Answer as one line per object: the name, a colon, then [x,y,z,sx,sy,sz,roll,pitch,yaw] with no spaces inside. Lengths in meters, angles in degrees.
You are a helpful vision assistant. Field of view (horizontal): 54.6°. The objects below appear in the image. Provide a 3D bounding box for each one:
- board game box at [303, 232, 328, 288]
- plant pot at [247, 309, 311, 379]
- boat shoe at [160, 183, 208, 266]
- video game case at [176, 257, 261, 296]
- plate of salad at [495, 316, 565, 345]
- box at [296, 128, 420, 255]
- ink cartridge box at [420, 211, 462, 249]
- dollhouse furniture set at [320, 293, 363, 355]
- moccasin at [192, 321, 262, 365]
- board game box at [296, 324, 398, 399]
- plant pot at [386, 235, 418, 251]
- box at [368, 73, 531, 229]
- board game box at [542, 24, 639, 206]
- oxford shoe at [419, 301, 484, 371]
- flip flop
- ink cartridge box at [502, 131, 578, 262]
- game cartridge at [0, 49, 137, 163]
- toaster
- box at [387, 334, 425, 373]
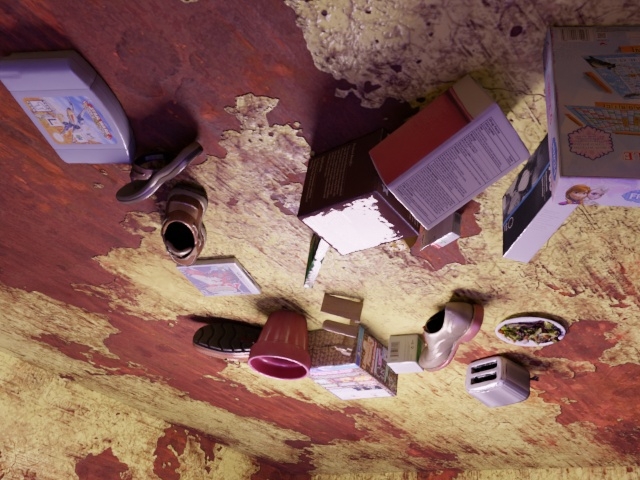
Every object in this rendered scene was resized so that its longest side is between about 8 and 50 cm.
board game box: [0.000,0.000,1.509,0.030,0.136,0.259,10,148,-6]
plant pot: [-0.121,0.334,2.016,0.201,0.180,0.201,8,148,5]
boat shoe: [-0.364,-0.013,1.603,0.122,0.120,0.324,13,147,-4]
video game case: [-0.305,0.114,1.874,0.201,0.023,0.183,-4,145,22]
plate of salad: [0.626,0.283,1.853,0.200,0.048,0.200,7,147,5]
box: [0.087,-0.095,1.306,0.203,0.168,0.167,-16,138,36]
ink cartridge box: [0.285,-0.017,1.470,0.029,0.063,0.115,27,144,-20]
dollhouse furniture set: [0.052,0.264,1.921,0.123,0.144,0.151,14,162,3]
moccasin: [-0.256,0.373,2.172,0.380,0.139,0.147,3,139,-6]
board game box: [0.101,0.427,2.133,0.232,0.141,0.291,-13,141,31]
plant pot: [0.185,-0.021,1.473,0.081,0.083,0.081,-8,143,27]
box: [0.231,-0.158,1.128,0.232,0.127,0.148,-37,129,15]
board game box: [0.501,-0.190,0.908,0.319,0.318,0.066,4,147,11]
oxford shoe: [0.360,0.281,1.872,0.130,0.123,0.348,18,136,-6]
flip flop: [-0.374,-0.165,1.397,0.277,0.112,0.080,-23,117,40]
ink cartridge box: [0.442,-0.108,1.193,0.065,0.165,0.332,14,147,-3]
game cartridge: [-0.519,-0.270,1.314,0.198,0.062,0.297,5,147,16]
toaster: [0.596,0.472,2.081,0.146,0.129,0.227,31,143,-26]
box: [0.283,0.374,2.038,0.102,0.101,0.087,-9,143,26]
